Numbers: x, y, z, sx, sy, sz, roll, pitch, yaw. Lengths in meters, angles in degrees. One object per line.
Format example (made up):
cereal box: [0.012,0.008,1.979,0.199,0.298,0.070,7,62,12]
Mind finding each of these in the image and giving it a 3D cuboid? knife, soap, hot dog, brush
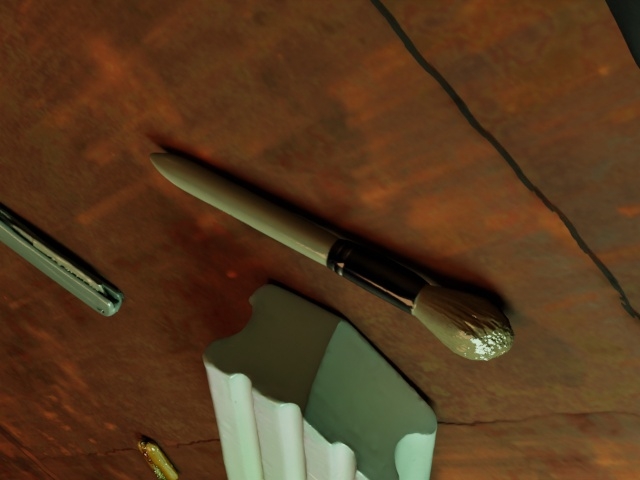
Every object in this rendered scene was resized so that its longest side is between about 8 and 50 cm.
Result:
knife: [-0.260,0.018,1.063,0.162,0.023,0.044,36,152,2]
soap: [0.004,0.178,0.934,0.173,0.095,0.289,26,148,20]
hot dog: [-0.204,0.276,1.365,0.037,0.021,0.083,10,139,41]
brush: [0.000,0.000,0.759,0.299,0.039,0.042,30,146,19]

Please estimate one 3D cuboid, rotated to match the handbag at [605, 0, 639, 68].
handbag: [0.140,-0.161,0.329,0.211,0.089,0.254,-2,128,51]
